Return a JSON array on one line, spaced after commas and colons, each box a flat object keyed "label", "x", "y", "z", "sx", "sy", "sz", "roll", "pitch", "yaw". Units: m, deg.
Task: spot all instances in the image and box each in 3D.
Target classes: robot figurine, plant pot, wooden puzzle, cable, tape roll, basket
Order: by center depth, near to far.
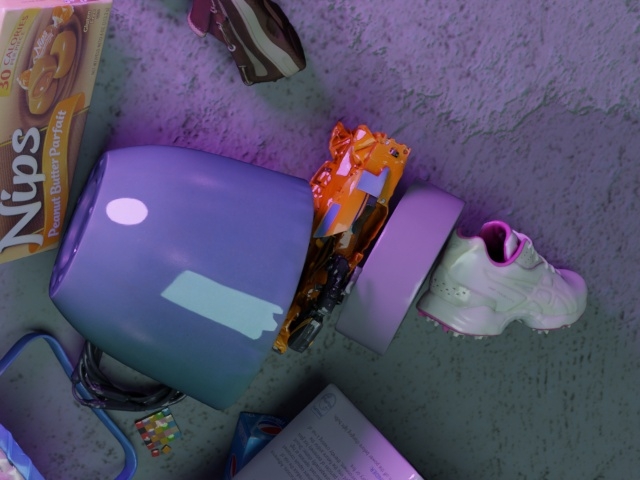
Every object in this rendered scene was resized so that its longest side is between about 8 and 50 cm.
[{"label": "plant pot", "x": -0.176, "y": 0.022, "z": 1.676, "sx": 0.235, "sy": 0.293, "sz": 0.293, "roll": 22, "pitch": 108, "yaw": -17}, {"label": "robot figurine", "x": 0.000, "y": 0.000, "z": 1.745, "sx": 0.085, "sy": 0.211, "sz": 0.291, "roll": 29, "pitch": 88, "yaw": -16}, {"label": "tape roll", "x": 0.099, "y": 0.032, "z": 1.783, "sx": 0.072, "sy": 0.219, "sz": 0.219, "roll": 28, "pitch": 107, "yaw": 4}, {"label": "basket", "x": -0.382, "y": 0.294, "z": 1.807, "sx": 0.289, "sy": 0.201, "sz": 0.255, "roll": -50, "pitch": 123, "yaw": -30}, {"label": "cable", "x": -0.227, "y": 0.149, "z": 1.848, "sx": 0.184, "sy": 0.047, "sz": 0.150, "roll": 9, "pitch": 99, "yaw": -34}, {"label": "wooden puzzle", "x": -0.216, "y": 0.253, "z": 1.926, "sx": 0.049, "sy": 0.006, "sz": 0.083, "roll": -24, "pitch": 119, "yaw": -3}]

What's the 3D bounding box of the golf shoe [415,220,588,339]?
[{"label": "golf shoe", "x": 0.255, "y": 0.045, "z": 1.852, "sx": 0.306, "sy": 0.115, "sz": 0.140, "roll": -4, "pitch": 112, "yaw": -47}]

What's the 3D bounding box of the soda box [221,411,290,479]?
[{"label": "soda box", "x": -0.095, "y": 0.342, "z": 1.968, "sx": 0.071, "sy": 0.067, "sz": 0.210, "roll": 8, "pitch": 113, "yaw": -19}]

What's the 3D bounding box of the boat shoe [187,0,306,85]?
[{"label": "boat shoe", "x": -0.110, "y": -0.263, "z": 1.636, "sx": 0.095, "sy": 0.095, "sz": 0.257, "roll": -22, "pitch": 136, "yaw": 14}]

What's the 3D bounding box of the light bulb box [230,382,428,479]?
[{"label": "light bulb box", "x": 0.023, "y": 0.452, "z": 1.904, "sx": 0.361, "sy": 0.225, "sz": 0.358, "roll": -44, "pitch": 130, "yaw": -3}]

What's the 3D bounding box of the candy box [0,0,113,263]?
[{"label": "candy box", "x": -0.349, "y": -0.129, "z": 1.605, "sx": 0.183, "sy": 0.087, "sz": 0.316, "roll": -20, "pitch": 132, "yaw": -57}]
